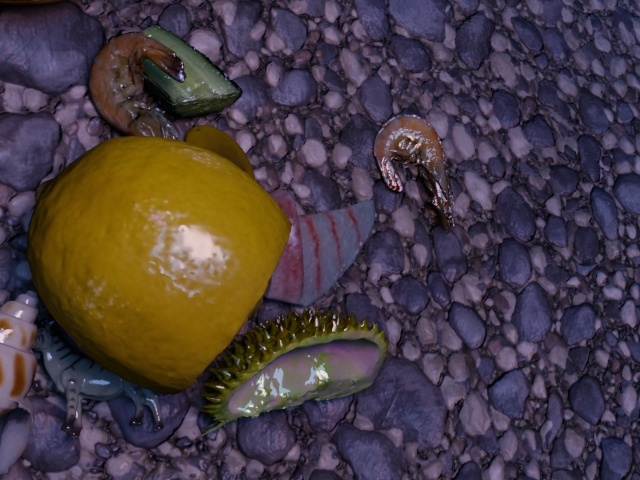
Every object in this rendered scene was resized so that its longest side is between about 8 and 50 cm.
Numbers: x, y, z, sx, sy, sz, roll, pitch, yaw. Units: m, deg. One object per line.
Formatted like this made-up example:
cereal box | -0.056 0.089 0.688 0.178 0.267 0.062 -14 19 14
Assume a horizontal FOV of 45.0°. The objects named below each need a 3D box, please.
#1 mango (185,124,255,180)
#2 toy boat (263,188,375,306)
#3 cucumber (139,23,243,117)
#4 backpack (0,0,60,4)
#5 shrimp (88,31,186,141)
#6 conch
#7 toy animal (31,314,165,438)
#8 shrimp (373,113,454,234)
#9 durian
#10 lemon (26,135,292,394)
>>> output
mango | -0.172 -0.125 1.298 0.103 0.076 0.161 -25 81 -21
toy boat | 0.000 0.000 1.356 0.282 0.096 0.206 -15 91 -40
cucumber | -0.241 -0.271 1.297 0.193 0.086 0.115 44 62 -3
backpack | -0.507 -0.534 1.167 0.378 0.201 0.354 11 77 -20
shrimp | -0.245 -0.202 1.221 0.296 0.169 0.058 43 27 4
conch | -0.459 0.193 1.020 0.275 0.149 0.183 -46 134 4
toy animal | -0.331 0.199 1.142 0.217 0.073 0.176 6 60 -28
shrimp | 0.186 -0.125 1.488 0.143 0.052 0.251 -17 77 -18
durian | -0.028 0.199 1.245 0.351 0.158 0.169 -10 94 -31
lemon | -0.239 0.013 1.078 0.364 0.364 0.364 6 75 -24
